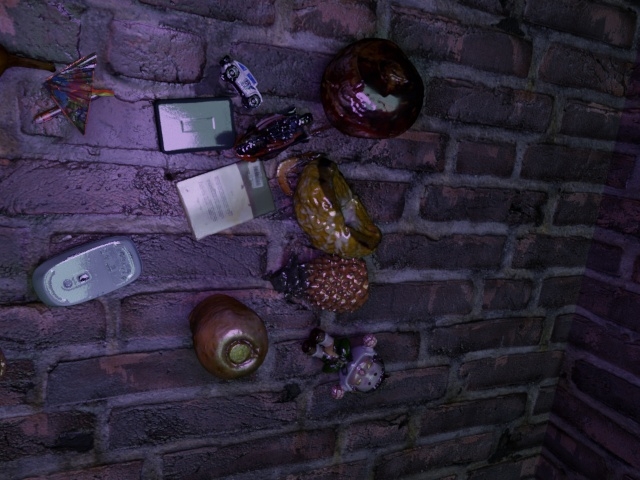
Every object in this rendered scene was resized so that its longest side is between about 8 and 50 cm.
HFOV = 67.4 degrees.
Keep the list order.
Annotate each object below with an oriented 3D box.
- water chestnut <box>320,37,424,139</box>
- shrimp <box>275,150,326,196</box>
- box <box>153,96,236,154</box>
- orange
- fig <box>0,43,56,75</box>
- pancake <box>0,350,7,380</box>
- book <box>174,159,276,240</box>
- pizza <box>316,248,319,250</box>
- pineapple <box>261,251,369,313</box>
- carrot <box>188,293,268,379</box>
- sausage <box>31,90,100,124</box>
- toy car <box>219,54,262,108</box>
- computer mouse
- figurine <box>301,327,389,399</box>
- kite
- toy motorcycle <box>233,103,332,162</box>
[{"bbox_3d":[0.157,-0.456,1.537,0.351,0.302,0.350,5,68,-12],"label":"water chestnut"},{"bbox_3d":[-0.059,-0.220,1.628,0.195,0.035,0.147,-22,113,-19],"label":"shrimp"},{"bbox_3d":[-0.373,-0.346,1.440,0.230,0.050,0.160,-10,108,-22],"label":"box"},{"bbox_3d":[0.031,-0.082,1.573,0.210,0.271,0.368,-28,112,18],"label":"orange"},{"bbox_3d":[-0.835,-0.446,1.172,0.290,0.191,0.190,-45,125,-49],"label":"fig"},{"bbox_3d":[-1.008,0.360,1.363,0.199,0.021,0.199,-6,106,-24],"label":"pancake"},{"bbox_3d":[-0.299,-0.139,1.545,0.290,0.026,0.201,-21,112,-18],"label":"book"},{"bbox_3d":[0.000,0.000,1.728,0.037,0.016,0.083,12,103,-28],"label":"pizza"},{"bbox_3d":[-0.021,0.136,1.666,0.358,0.223,0.222,7,101,-15],"label":"pineapple"},{"bbox_3d":[-0.292,0.291,1.496,0.224,0.341,0.224,-5,102,-22],"label":"carrot"},{"bbox_3d":[-0.689,-0.363,1.305,0.198,0.025,0.028,-32,107,-14],"label":"sausage"},{"bbox_3d":[-0.239,-0.478,1.449,0.070,0.080,0.170,-44,116,-10],"label":"toy car"},{"bbox_3d":[-0.676,0.089,1.399,0.288,0.097,0.159,-26,112,-28],"label":"computer mouse"},{"bbox_3d":[0.102,0.461,1.826,0.370,0.167,0.281,33,87,-20],"label":"figurine"},{"bbox_3d":[-0.654,-0.397,1.295,0.184,0.014,0.241,2,84,-13],"label":"kite"},{"bbox_3d":[-0.122,-0.338,1.502,0.401,0.207,0.134,-34,103,-31],"label":"toy motorcycle"}]
